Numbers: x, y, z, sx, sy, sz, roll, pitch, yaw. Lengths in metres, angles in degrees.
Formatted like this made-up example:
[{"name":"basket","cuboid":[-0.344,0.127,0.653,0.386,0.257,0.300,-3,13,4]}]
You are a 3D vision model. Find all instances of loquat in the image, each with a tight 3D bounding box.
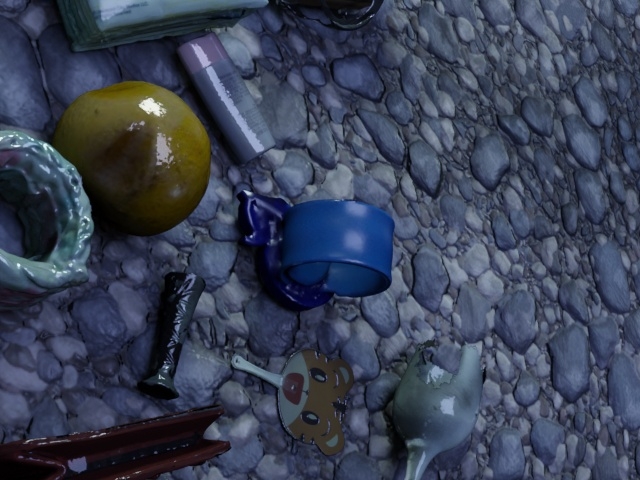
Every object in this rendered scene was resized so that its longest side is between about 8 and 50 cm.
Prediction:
[{"name":"loquat","cuboid":[-0.244,-0.105,1.381,0.213,0.213,0.213,14,67,-35]}]

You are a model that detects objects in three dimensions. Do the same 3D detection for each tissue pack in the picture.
[{"name":"tissue pack","cuboid":[-0.263,-0.482,1.488,0.287,0.162,0.388,-18,94,-36]}]

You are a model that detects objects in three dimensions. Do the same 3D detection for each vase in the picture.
[{"name":"vase","cuboid":[-0.200,0.127,1.429,0.059,0.059,0.167,26,60,-30]}]

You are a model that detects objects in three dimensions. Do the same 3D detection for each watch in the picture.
[{"name":"watch","cuboid":[0.005,0.007,1.544,0.196,0.200,0.171,9,73,-40]}]

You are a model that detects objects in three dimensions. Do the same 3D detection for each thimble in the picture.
[{"name":"thimble","cuboid":[-0.376,-0.014,1.275,0.211,0.149,0.185,53,49,-12]}]

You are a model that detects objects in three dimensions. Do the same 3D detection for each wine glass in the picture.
[{"name":"wine glass","cuboid":[0.160,0.303,1.612,0.143,0.143,0.321,37,53,-24]}]

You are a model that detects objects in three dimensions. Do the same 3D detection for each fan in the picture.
[{"name":"fan","cuboid":[-0.041,0.217,1.559,0.226,0.008,0.153,28,61,-30]}]

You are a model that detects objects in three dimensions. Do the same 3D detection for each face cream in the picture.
[{"name":"face cream","cuboid":[-0.141,-0.213,1.591,0.084,0.057,0.198,-34,96,-49]}]

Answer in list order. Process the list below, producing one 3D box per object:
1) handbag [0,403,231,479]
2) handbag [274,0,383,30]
[{"name":"handbag","cuboid":[-0.272,0.252,1.198,0.275,0.260,0.084,-5,76,-41]},{"name":"handbag","cuboid":[0.005,-0.471,1.737,0.301,0.149,0.283,-3,75,-41]}]
